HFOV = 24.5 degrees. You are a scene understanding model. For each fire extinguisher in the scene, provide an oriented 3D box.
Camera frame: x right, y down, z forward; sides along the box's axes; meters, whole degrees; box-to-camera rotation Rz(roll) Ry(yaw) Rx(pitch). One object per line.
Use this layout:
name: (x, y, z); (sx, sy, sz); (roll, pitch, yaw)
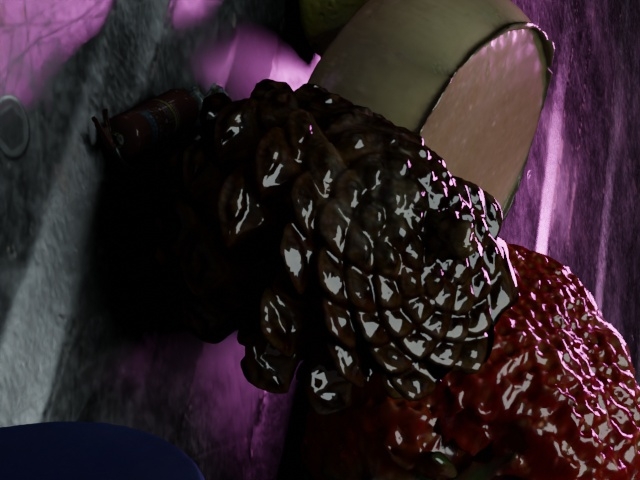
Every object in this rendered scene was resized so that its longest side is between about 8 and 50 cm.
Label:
fire extinguisher: (-0.144, -0.091, 1.198); (0.132, 0.039, 0.056); (-41, 115, -62)

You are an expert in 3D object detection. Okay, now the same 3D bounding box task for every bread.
bread: (0.039, -0.250, 1.555); (0.129, 0.114, 0.111); (31, 52, -67)

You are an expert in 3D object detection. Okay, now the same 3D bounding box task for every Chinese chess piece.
Chinese chess piece: (0.101, -0.100, 1.495); (0.338, 0.140, 0.338); (-43, 150, -33)

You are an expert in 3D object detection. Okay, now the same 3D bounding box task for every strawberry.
strawberry: (0.161, 0.154, 1.406); (0.351, 0.312, 0.267); (-62, 178, -38)

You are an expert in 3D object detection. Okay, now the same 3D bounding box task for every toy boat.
toy boat: (-0.106, -0.118, 1.297); (0.083, 0.038, 0.038); (-57, 138, -54)

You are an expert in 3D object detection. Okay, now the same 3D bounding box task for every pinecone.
pinecone: (-0.004, 0.004, 1.205); (0.298, 0.296, 0.242); (16, 99, -46)

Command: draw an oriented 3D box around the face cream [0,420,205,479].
face cream: (-0.168, 0.256, 0.837); (0.249, 0.249, 0.225); (-46, 134, -60)
